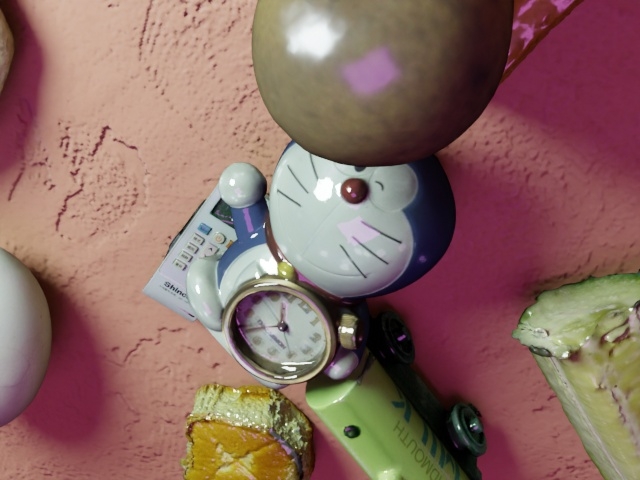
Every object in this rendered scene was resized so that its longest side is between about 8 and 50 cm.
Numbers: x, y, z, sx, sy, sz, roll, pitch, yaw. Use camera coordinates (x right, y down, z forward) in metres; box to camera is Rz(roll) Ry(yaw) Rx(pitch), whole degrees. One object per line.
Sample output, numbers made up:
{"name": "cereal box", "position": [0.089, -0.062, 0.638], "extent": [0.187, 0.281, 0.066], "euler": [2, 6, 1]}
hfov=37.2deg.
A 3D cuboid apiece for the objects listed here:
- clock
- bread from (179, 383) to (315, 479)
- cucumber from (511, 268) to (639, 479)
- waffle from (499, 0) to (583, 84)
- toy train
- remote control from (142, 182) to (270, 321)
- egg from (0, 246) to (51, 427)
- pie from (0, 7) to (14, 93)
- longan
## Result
{"name": "clock", "position": [0.000, 0.000, 0.806], "extent": [0.199, 0.146, 0.243], "euler": [46, 115, 0]}
{"name": "bread", "position": [-0.076, 0.217, 1.011], "extent": [0.140, 0.069, 0.127], "euler": [8, 122, 9]}
{"name": "cucumber", "position": [0.308, 0.169, 0.895], "extent": [0.145, 0.105, 0.325], "euler": [-33, 114, -2]}
{"name": "waffle", "position": [0.073, -0.285, 0.662], "extent": [0.348, 0.077, 0.304], "euler": [38, 120, -14]}
{"name": "toy train", "position": [0.074, 0.182, 0.908], "extent": [0.105, 0.157, 0.253], "euler": [-27, 113, 24]}
{"name": "remote control", "position": [-0.107, 0.007, 0.908], "extent": [0.065, 0.029, 0.166], "euler": [33, 117, -11]}
{"name": "egg", "position": [-0.342, 0.096, 0.933], "extent": [0.151, 0.151, 0.209], "euler": [14, 120, 1]}
{"name": "pie", "position": [-0.423, -0.193, 0.810], "extent": [0.338, 0.075, 0.337], "euler": [5, 122, 7]}
{"name": "longan", "position": [0.041, -0.138, 0.615], "extent": [0.167, 0.167, 0.187], "euler": [20, 108, -3]}
